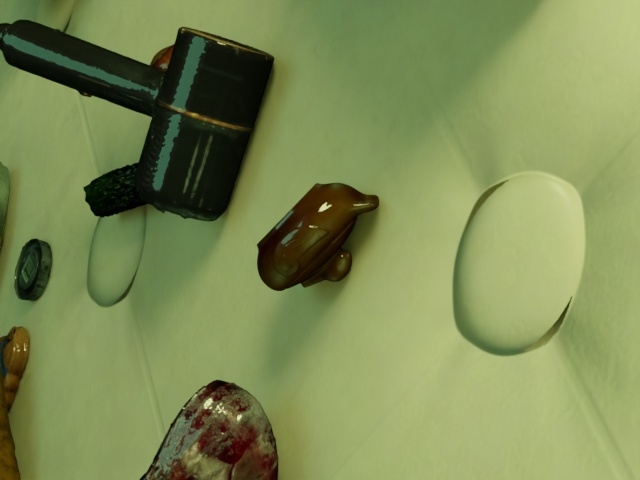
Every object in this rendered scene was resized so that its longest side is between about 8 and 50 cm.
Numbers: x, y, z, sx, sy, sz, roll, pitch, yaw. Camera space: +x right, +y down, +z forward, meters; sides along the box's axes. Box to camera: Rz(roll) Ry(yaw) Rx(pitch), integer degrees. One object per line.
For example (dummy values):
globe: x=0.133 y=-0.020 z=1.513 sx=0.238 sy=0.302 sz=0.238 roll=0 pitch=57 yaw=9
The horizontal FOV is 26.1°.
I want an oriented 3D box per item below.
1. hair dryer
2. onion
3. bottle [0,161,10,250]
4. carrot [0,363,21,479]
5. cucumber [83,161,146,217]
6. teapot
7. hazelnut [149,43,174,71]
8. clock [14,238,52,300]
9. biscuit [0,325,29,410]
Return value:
hair dryer: x=-0.232 y=-0.159 z=1.475 sx=0.352 sy=0.107 sz=0.189 roll=21 pitch=99 yaw=20
onion: x=-0.092 y=0.230 z=1.269 sx=0.098 sy=0.151 sz=0.206 roll=30 pitch=119 yaw=21
bottle: x=-0.489 y=0.018 z=1.935 sx=0.083 sy=0.083 sz=0.270 roll=-17 pitch=65 yaw=52
carrot: x=-0.440 y=0.249 z=1.728 sx=0.114 sy=0.114 sz=0.302 roll=-40 pitch=57 yaw=41
cucumber: x=-0.211 y=-0.061 z=1.583 sx=0.187 sy=0.058 sz=0.058 roll=-10 pitch=70 yaw=54
teapot: x=0.000 y=0.000 z=1.244 sx=0.129 sy=0.078 sz=0.098 roll=-46 pitch=2 yaw=19
hazelnut: x=-0.150 y=-0.181 z=1.529 sx=0.086 sy=0.086 sz=0.086 roll=-26 pitch=58 yaw=49
clock: x=-0.381 y=0.039 z=1.829 sx=0.085 sy=0.017 sz=0.085 roll=-25 pitch=59 yaw=49
biscuit: x=-0.465 y=0.221 z=1.871 sx=0.280 sy=0.043 sz=0.183 roll=-51 pitch=38 yaw=28
